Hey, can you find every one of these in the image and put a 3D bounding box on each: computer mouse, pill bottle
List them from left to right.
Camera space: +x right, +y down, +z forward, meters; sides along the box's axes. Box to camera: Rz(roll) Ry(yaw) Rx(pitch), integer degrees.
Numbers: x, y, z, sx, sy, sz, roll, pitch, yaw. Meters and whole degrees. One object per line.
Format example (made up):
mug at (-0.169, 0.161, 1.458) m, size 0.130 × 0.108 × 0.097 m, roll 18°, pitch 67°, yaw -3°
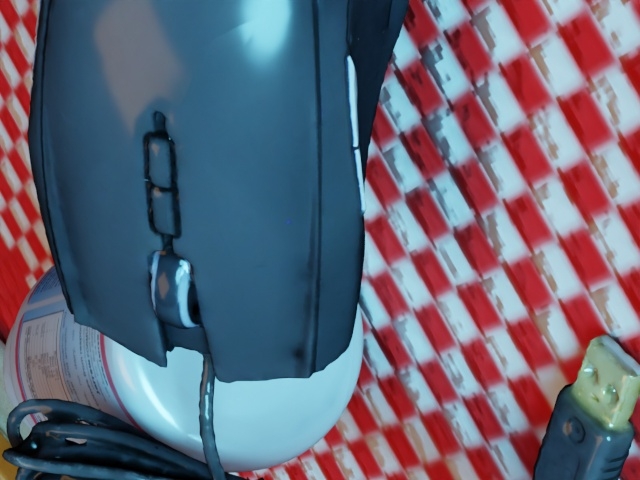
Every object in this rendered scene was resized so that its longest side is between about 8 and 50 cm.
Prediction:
pill bottle at (-0.057, 0.038, 0.667) m, size 0.087 × 0.087 × 0.160 m, roll 64°, pitch 154°, yaw -5°
computer mouse at (0.000, 0.000, 0.505) m, size 0.184 × 0.060 × 0.262 m, roll 18°, pitch 116°, yaw 13°

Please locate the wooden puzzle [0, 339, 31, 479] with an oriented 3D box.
wooden puzzle at (-0.212, 0.137, 0.987) m, size 0.239 × 0.044 × 0.221 m, roll 47°, pitch 122°, yaw 32°
